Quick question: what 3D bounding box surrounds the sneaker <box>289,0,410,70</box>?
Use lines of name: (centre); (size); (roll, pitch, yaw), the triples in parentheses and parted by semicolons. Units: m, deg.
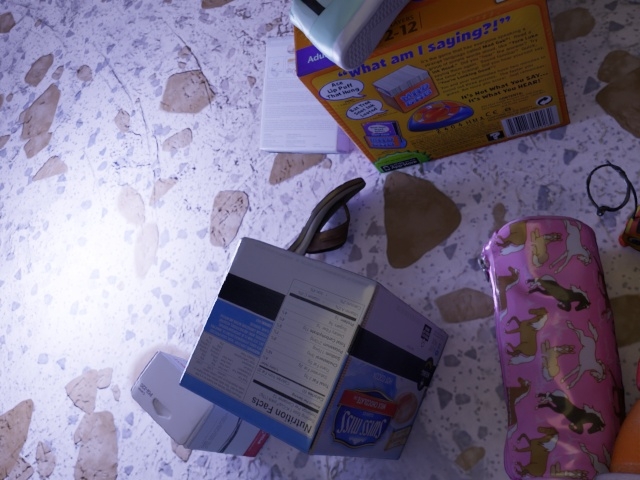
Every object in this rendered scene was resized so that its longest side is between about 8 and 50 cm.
sneaker: (0.061, -0.374, 0.850); (0.151, 0.094, 0.256); (43, 97, 25)

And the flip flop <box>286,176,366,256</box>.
flip flop: (0.000, 0.000, 1.167); (0.080, 0.112, 0.277); (37, 87, 7)

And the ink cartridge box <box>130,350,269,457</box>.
ink cartridge box: (-0.195, 0.285, 1.078); (0.158, 0.218, 0.092); (31, 86, 32)

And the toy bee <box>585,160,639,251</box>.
toy bee: (0.511, -0.012, 0.893); (0.195, 0.162, 0.298); (-40, 83, -1)

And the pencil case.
pencil case: (0.332, 0.163, 0.894); (0.167, 0.160, 0.386); (-22, 61, 42)

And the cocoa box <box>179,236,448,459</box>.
cocoa box: (0.009, 0.176, 0.940); (0.231, 0.347, 0.228); (18, 80, 30)

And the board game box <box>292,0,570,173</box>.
board game box: (0.188, -0.381, 1.059); (0.356, 0.356, 0.356); (-13, 67, 22)

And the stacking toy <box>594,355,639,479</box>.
stacking toy: (0.504, 0.097, 0.696); (0.350, 0.350, 0.480); (1, 68, 27)

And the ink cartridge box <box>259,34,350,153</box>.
ink cartridge box: (-0.028, -0.294, 1.273); (0.189, 0.066, 0.232); (6, 90, 29)
